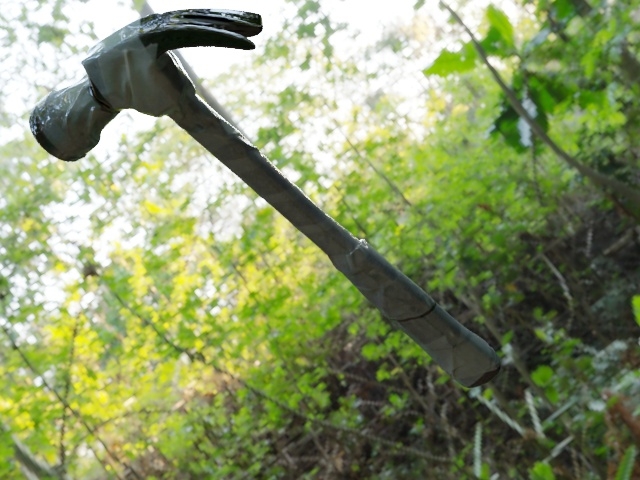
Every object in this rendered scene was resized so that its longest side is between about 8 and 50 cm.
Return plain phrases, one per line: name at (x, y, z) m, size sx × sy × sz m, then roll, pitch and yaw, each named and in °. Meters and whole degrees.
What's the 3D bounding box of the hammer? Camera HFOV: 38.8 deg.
hammer at (0.000, 0.001, 0.655) m, size 0.152 × 0.427 × 0.044 m, roll -30°, pitch 39°, yaw 22°
